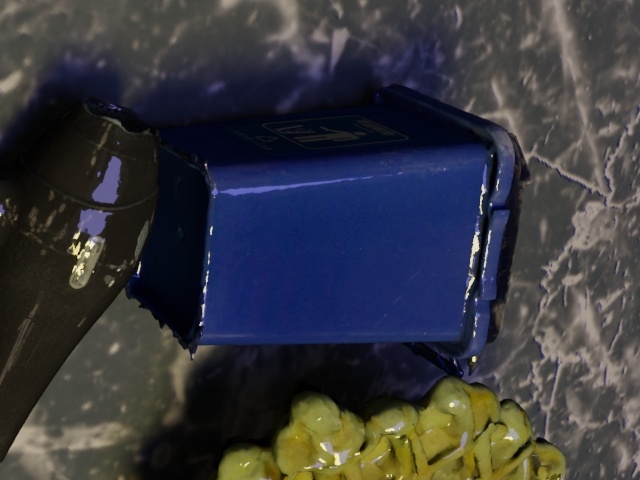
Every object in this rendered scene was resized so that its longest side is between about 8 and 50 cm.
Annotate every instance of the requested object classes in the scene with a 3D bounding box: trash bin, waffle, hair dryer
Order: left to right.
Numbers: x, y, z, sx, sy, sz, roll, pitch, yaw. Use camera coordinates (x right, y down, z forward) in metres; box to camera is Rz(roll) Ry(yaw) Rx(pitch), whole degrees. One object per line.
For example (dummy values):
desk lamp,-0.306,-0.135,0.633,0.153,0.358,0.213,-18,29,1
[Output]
hair dryer,-0.238,0.000,0.734,0.272,0.091,0.235,21,104,-29
trash bin,0.000,0.000,0.855,0.234,0.162,0.184,-4,109,-32
waffle,0.012,0.211,0.925,0.297,0.073,0.317,20,120,-43
